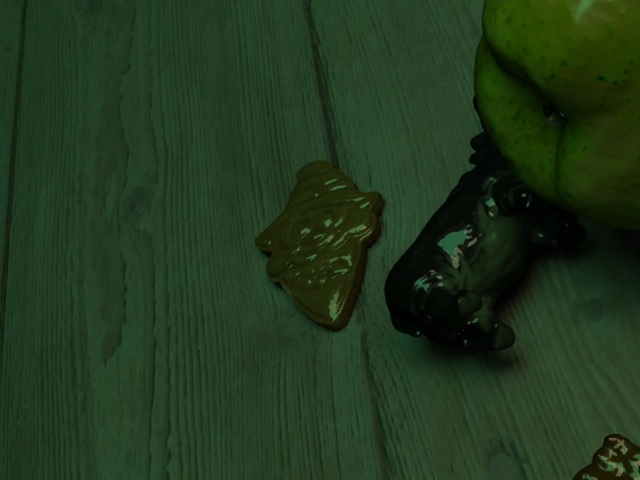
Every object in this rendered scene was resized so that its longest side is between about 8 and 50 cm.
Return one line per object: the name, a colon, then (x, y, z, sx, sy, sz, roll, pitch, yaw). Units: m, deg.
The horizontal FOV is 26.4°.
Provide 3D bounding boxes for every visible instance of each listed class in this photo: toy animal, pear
toy animal: (0.183, -0.038, 1.354, 0.168, 0.106, 0.343, -6, 46, 43)
pear: (0.312, -0.174, 1.170, 0.391, 0.391, 0.391, -21, 45, 23)

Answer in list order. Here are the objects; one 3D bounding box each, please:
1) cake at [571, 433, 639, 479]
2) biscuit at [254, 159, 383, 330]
cake: (0.274, 0.300, 0.933, 0.293, 0.199, 0.196, 29, 69, 40)
biscuit: (0.000, 0.000, 1.520, 0.162, 0.035, 0.250, -30, 44, 20)
